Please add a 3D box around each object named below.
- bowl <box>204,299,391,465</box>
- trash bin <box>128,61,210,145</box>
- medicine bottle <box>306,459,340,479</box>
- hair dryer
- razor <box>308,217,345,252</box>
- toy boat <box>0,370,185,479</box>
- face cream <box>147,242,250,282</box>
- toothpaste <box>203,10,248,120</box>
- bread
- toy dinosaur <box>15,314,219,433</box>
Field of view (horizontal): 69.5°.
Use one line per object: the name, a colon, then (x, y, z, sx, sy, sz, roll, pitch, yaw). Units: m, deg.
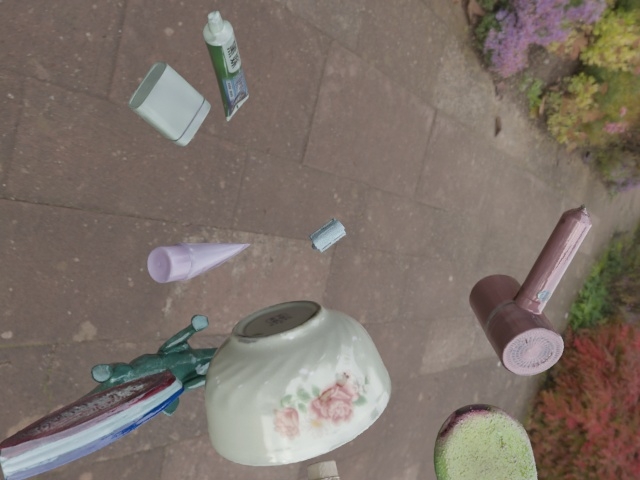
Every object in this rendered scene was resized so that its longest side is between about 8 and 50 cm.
bowl: (-0.046, 0.177, 0.671, 0.277, 0.277, 0.145, -26, 107, -42)
trash bin: (-0.306, -0.276, 0.944, 0.116, 0.059, 0.130, -61, 143, -8)
medicine bottle: (0.023, 0.605, 0.974, 0.114, 0.114, 0.252, 29, 39, -48)
hair dryer: (0.442, 0.076, 0.944, 0.125, 0.210, 0.352, 13, 117, -10)
razor: (0.000, 0.000, 0.926, 0.068, 0.135, 0.040, -36, 89, -16)
toy boat: (-0.286, 0.228, 0.603, 0.229, 0.080, 0.045, -17, 127, -35)
face cream: (-0.323, 0.051, 1.228, 0.274, 0.154, 0.096, -7, 66, -60)
toothpaste: (-0.218, -0.402, 1.090, 0.098, 0.061, 0.392, -54, 175, -11)
bread: (0.336, 0.443, 0.923, 0.228, 0.228, 0.033, -52, 175, -25)
toy dinosaur: (-0.312, 0.252, 0.817, 0.384, 0.331, 0.129, -12, 75, -48)
